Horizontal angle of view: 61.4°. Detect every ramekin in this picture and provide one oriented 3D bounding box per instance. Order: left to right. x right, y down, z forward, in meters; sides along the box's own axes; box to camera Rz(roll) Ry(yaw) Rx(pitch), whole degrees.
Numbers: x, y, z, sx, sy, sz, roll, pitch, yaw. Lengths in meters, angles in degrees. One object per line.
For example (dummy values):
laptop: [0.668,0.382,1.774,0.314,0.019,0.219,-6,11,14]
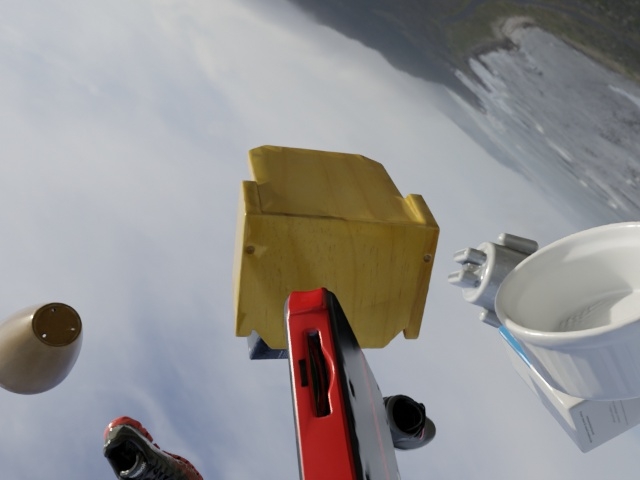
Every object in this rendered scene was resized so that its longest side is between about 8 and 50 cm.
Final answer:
ramekin: [0.413,0.102,0.786,0.135,0.277,0.277,60,-166,-15]

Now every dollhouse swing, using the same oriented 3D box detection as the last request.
dollhouse swing: [0.000,0.000,1.062,0.346,0.315,0.305,3,-162,-16]

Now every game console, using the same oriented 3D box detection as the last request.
game console: [0.049,0.276,0.614,0.342,0.060,0.387,67,-170,-45]

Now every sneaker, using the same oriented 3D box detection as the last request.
sneaker: [-0.373,0.509,1.193,0.276,0.098,0.135,42,175,-6]
sneaker: [0.206,0.425,1.237,0.295,0.147,0.105,26,-120,-34]

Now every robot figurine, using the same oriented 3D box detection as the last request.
robot figurine: [0.576,0.129,1.646,0.353,0.300,0.200,17,173,-5]

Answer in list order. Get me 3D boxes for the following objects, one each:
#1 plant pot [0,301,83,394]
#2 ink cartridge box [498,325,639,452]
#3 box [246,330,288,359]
plant pot: [-0.730,0.259,1.417,0.237,0.254,0.237,21,-127,-31]
ink cartridge box: [0.654,0.231,1.201,0.166,0.394,0.285,59,-178,-29]
box: [-0.069,0.190,1.275,0.207,0.108,0.153,3,-133,-23]
